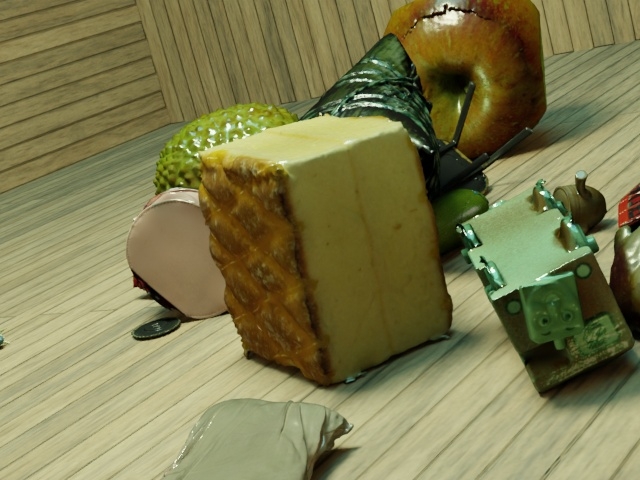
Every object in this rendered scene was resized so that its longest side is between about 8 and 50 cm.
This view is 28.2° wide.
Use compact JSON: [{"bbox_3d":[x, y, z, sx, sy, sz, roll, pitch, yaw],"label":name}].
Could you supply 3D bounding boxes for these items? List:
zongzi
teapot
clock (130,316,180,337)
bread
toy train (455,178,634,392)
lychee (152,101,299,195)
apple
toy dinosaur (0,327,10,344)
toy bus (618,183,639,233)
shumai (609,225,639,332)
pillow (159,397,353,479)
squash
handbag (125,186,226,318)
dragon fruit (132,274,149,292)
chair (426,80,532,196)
[{"bbox_3d":[0.097,-0.133,1.883,0.362,0.319,0.383,-8,13,45],"label":"zongzi"},{"bbox_3d":[0.369,-0.052,1.799,0.080,0.110,0.085,-4,54,-13],"label":"teapot"},{"bbox_3d":[-0.245,0.130,1.901,0.074,0.010,0.083,-20,13,-20],"label":"clock"},{"bbox_3d":[0.000,0.000,1.574,0.207,0.279,0.279,-20,13,-23],"label":"bread"},{"bbox_3d":[0.239,0.040,1.394,0.129,0.159,0.326,-25,15,5],"label":"toy train"},{"bbox_3d":[-0.113,-0.098,2.110,0.320,0.270,0.270,-19,13,4],"label":"lychee"},{"bbox_3d":[0.293,-0.356,2.515,0.374,0.384,0.374,17,34,-11],"label":"apple"},{"bbox_3d":[-0.544,0.163,2.057,0.083,0.030,0.047,-11,12,13],"label":"toy dinosaur"},{"bbox_3d":[0.440,-0.031,1.661,0.089,0.081,0.195,-21,11,19],"label":"toy bus"},{"bbox_3d":[0.430,-0.024,1.328,0.283,0.217,0.346,-8,17,25],"label":"shumai"},{"bbox_3d":[-0.069,0.218,1.206,0.173,0.067,0.270,-6,16,16],"label":"pillow"},{"bbox_3d":[0.146,-0.004,1.866,0.087,0.087,0.331,-2,18,45],"label":"squash"},{"bbox_3d":[-0.197,0.016,1.932,0.179,0.205,0.116,-49,2,17],"label":"handbag"},{"bbox_3d":[-0.248,0.030,2.104,0.097,0.131,0.063,25,16,37],"label":"dragon fruit"},{"bbox_3d":[0.209,-0.131,2.190,0.159,0.172,0.247,-30,-24,-48],"label":"chair"}]
